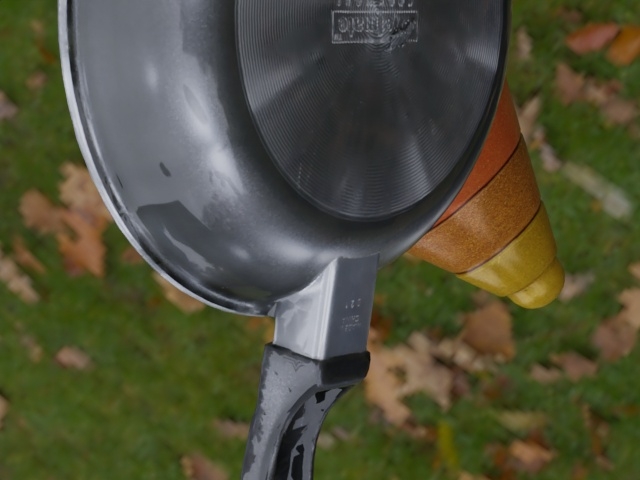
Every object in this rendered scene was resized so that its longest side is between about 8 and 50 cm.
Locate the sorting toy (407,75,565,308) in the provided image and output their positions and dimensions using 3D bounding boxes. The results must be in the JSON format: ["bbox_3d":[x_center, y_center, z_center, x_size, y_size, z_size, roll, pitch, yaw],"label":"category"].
[{"bbox_3d":[0.147,-0.104,0.875,0.126,0.365,0.127,49,168,-11],"label":"sorting toy"}]

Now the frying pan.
[{"bbox_3d":[-0.017,-0.011,0.615,0.053,0.326,0.197,6,166,41],"label":"frying pan"}]
